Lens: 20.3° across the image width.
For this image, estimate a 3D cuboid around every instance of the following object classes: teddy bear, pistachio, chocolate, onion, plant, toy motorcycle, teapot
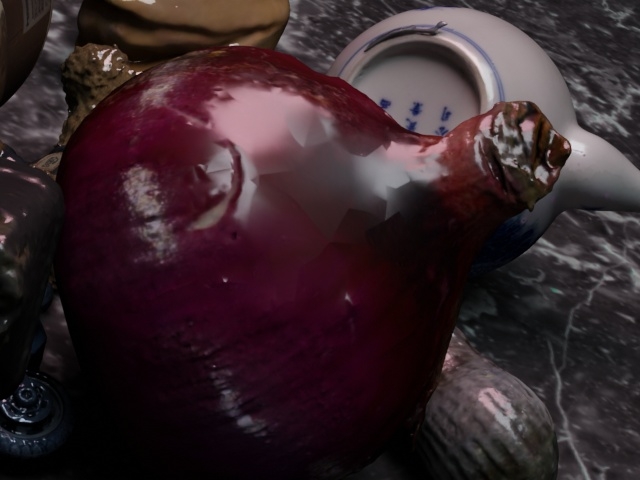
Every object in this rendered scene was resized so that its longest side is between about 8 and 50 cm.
[{"bbox_3d":[-0.197,-0.043,1.491,0.182,0.129,0.251,17,51,32],"label":"teddy bear"},{"bbox_3d":[-0.130,-0.231,1.780,0.181,0.162,0.293,18,31,24],"label":"pistachio"},{"bbox_3d":[0.102,0.127,1.457,0.110,0.110,0.248,-9,40,-42],"label":"chocolate"},{"bbox_3d":[0.000,0.000,1.291,0.348,0.385,0.348,52,23,-33],"label":"onion"},{"bbox_3d":[-0.244,0.021,1.151,0.142,0.164,0.256,13,3,-14],"label":"plant"},{"bbox_3d":[-0.270,0.065,1.311,0.135,0.092,0.254,-10,54,-26],"label":"toy motorcycle"},{"bbox_3d":[0.119,-0.083,1.676,0.424,0.252,0.280,11,-9,21],"label":"teapot"}]

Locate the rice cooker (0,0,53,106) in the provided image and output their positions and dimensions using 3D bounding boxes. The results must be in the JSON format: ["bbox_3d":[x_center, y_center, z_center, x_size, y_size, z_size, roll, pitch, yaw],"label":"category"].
[{"bbox_3d":[-0.388,-0.168,1.352,0.335,0.335,0.325,26,31,2],"label":"rice cooker"}]
